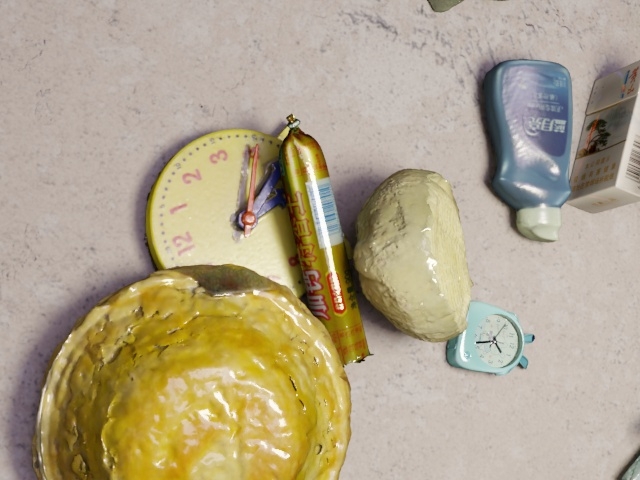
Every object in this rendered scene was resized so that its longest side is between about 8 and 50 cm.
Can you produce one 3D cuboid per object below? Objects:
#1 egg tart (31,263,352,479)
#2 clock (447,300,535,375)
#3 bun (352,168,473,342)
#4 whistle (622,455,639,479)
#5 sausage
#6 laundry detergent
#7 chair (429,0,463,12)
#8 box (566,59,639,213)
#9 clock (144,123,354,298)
[{"bbox_3d":[-0.160,0.249,1.318,0.443,0.178,0.443,0,89,-13],"label":"egg tart"},{"bbox_3d":[0.276,0.160,1.567,0.147,0.045,0.108,16,78,-16],"label":"clock"},{"bbox_3d":[0.125,0.022,1.449,0.152,0.259,0.259,-10,84,22],"label":"bun"},{"bbox_3d":[0.603,0.332,1.628,0.274,0.093,0.186,-32,119,-17],"label":"whistle"},{"bbox_3d":[0.000,0.000,1.429,0.082,0.082,0.372,-15,97,-20],"label":"sausage"},{"bbox_3d":[0.343,-0.141,1.608,0.143,0.094,0.290,0,82,-22],"label":"laundry detergent"},{"bbox_3d":[0.105,-0.511,1.555,0.186,0.160,0.319,-15,86,-25],"label":"chair"},{"bbox_3d":[0.491,-0.170,1.633,0.067,0.149,0.233,22,76,-17],"label":"box"},{"bbox_3d":[-0.108,-0.029,1.452,0.293,0.071,0.277,-30,92,-20],"label":"clock"}]
